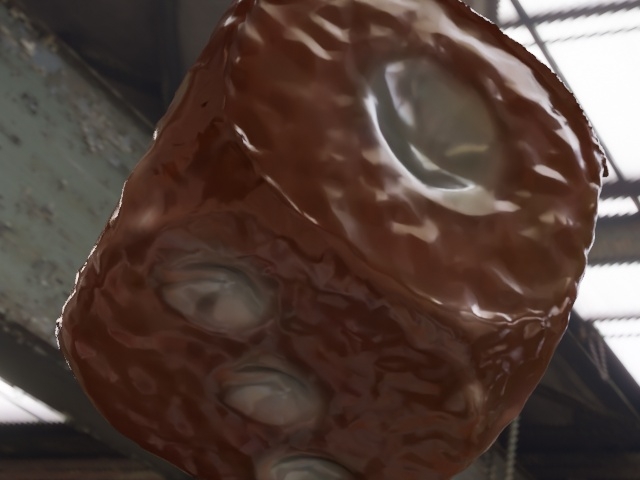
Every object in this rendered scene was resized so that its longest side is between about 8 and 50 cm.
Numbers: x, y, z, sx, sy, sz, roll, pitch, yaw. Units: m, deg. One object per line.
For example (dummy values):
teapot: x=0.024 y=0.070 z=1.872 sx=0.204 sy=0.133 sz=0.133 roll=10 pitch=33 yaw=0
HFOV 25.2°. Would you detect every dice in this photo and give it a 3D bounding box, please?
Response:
dice: x=0.000 y=0.000 z=0.603 sx=0.179 sy=0.174 sz=0.175 roll=-47 pitch=-165 yaw=47
